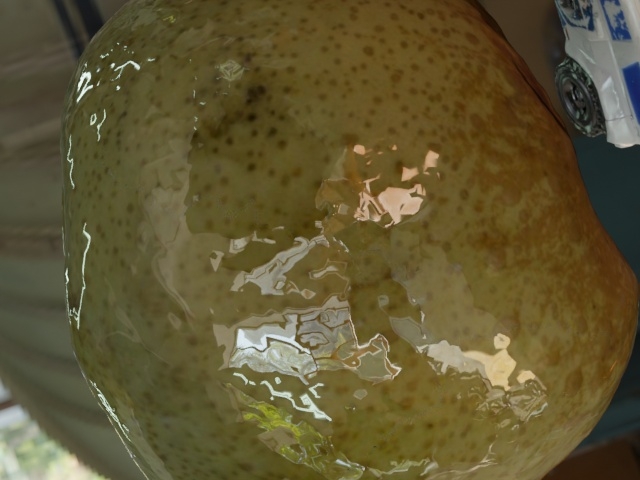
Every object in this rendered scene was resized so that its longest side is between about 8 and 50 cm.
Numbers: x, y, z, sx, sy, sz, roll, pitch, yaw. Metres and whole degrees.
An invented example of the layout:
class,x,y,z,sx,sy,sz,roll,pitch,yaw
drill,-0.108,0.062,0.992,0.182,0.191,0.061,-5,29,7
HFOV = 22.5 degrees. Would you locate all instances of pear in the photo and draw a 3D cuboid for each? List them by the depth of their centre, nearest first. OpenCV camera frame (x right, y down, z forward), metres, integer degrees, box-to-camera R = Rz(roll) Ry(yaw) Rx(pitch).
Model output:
class,x,y,z,sx,sy,sz,roll,pitch,yaw
pear,0.000,0.000,0.429,0.167,0.136,0.167,159,90,-86

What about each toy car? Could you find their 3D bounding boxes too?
class,x,y,z,sx,sy,sz,roll,pitch,yaw
toy car,0.139,-0.111,0.696,0.070,0.080,0.171,32,146,65
